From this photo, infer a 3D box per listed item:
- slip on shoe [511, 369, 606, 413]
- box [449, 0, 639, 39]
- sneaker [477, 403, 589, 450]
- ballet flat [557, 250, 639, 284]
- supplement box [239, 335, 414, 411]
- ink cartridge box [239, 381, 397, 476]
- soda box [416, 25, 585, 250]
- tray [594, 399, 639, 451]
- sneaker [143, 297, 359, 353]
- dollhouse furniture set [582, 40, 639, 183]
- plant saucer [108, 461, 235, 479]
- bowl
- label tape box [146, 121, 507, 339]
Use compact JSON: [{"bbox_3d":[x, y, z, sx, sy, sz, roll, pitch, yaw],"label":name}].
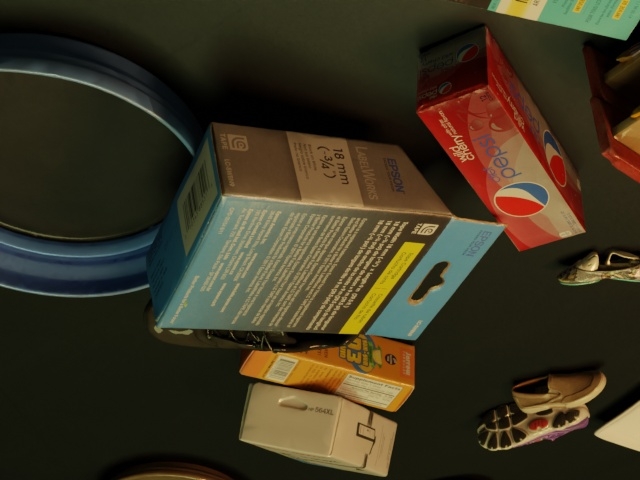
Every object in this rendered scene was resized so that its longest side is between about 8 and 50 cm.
[{"bbox_3d":[0.334,0.207,1.739,0.135,0.051,0.041,-18,125,33],"label":"slip on shoe"},{"bbox_3d":[0.189,-0.265,1.145,0.244,0.060,0.100,10,141,-9],"label":"box"},{"bbox_3d":[0.315,0.278,1.813,0.169,0.068,0.071,-15,144,20],"label":"sneaker"},{"bbox_3d":[0.351,0.031,1.529,0.114,0.041,0.041,-3,141,7],"label":"ballet flat"},{"bbox_3d":[0.011,0.161,1.677,0.233,0.078,0.080,17,137,-17],"label":"supplement box"},{"bbox_3d":[-0.001,0.267,1.730,0.148,0.086,0.203,5,165,28],"label":"ink cartridge box"},{"bbox_3d":[0.197,-0.102,1.323,0.083,0.092,0.263,-18,137,26],"label":"soda box"},{"bbox_3d":[0.555,0.283,1.829,0.270,0.030,0.145,19,139,-20],"label":"tray"},{"bbox_3d":[-0.081,0.091,1.537,0.286,0.130,0.109,-4,105,2],"label":"sneaker"},{"bbox_3d":[0.464,-0.110,1.250,0.374,0.152,0.201,28,135,-30],"label":"dollhouse furniture set"},{"bbox_3d":[-0.243,0.445,2.080,0.277,0.041,0.278,1,141,1],"label":"plant saucer"},{"bbox_3d":[-0.310,-0.079,1.401,0.391,0.077,0.391,2,141,1],"label":"bowl"},{"bbox_3d":[0.000,0.000,1.379,0.333,0.106,0.241,5,142,-25],"label":"label tape box"}]
